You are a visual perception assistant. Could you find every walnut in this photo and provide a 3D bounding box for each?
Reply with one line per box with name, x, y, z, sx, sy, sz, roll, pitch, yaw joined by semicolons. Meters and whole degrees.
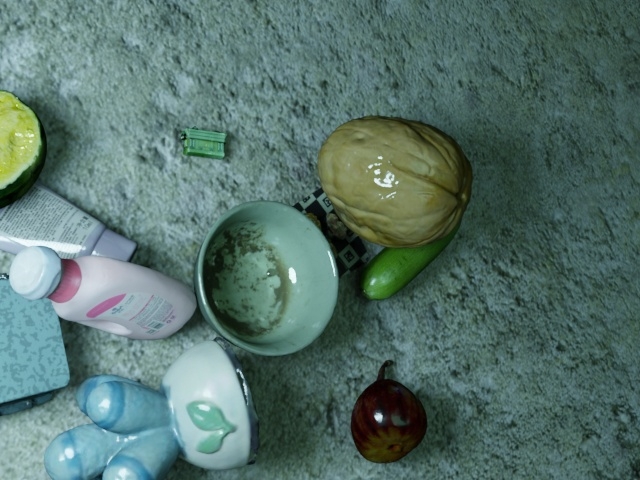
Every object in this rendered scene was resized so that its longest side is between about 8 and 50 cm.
walnut;0.147;-0.126;1.601;0.277;0.313;0.251;-18;122;-49

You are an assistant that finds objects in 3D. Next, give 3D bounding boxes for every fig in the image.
fig;0.131;0.339;1.570;0.148;0.149;0.202;-5;77;-25

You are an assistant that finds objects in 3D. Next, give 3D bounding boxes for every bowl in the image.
bowl;-0.121;0.081;1.484;0.289;0.146;0.289;8;73;-29

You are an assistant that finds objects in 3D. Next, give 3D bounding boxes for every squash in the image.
squash;0.216;0.004;1.723;0.379;0.101;0.101;-43;102;-32

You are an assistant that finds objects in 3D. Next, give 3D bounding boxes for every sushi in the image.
sushi;0.000;0.000;1.633;0.210;0.040;0.192;-32;96;-31

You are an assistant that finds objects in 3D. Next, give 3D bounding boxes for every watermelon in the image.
watermelon;-0.549;-0.128;1.287;0.204;0.127;0.232;17;65;9

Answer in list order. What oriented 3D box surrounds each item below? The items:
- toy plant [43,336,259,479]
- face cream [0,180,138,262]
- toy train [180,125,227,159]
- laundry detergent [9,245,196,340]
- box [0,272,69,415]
toy plant;-0.289;0.313;1.308;0.332;0.247;0.247;-13;86;-25
face cream;-0.457;-0.014;1.354;0.274;0.096;0.154;28;68;-8
toy train;-0.230;-0.190;1.547;0.093;0.038;0.056;5;83;-30
laundry detergent;-0.348;0.086;1.270;0.335;0.159;0.087;30;31;-58
box;-0.501;0.161;1.256;0.162;0.130;0.226;-8;81;-46
